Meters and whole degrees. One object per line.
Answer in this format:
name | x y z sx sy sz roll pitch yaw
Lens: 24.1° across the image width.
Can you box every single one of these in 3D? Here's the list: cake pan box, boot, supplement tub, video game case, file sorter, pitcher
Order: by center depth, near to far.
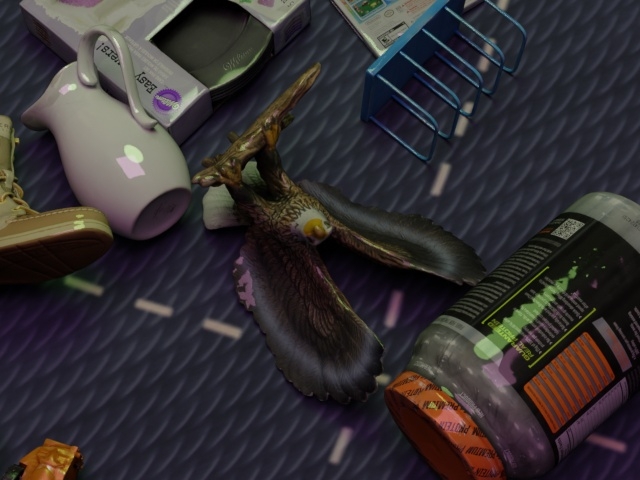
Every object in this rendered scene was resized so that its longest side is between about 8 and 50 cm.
supplement tub | 0.230 0.111 1.543 0.316 0.193 0.193 -38 71 -15
boot | -0.343 -0.052 1.646 0.262 0.095 0.203 -15 60 25
pitcher | -0.225 -0.119 1.663 0.125 0.178 0.207 -17 59 -46
file sorter | 0.141 -0.192 1.720 0.104 0.118 0.170 40 72 13
cake pan box | -0.179 -0.267 1.783 0.267 0.070 0.246 41 75 17
video game case | 0.096 -0.307 1.824 0.157 0.019 0.143 -32 69 -12

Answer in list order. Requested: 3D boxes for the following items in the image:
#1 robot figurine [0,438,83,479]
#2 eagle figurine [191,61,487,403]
robot figurine | -0.360 0.325 1.513 0.211 0.085 0.291 19 67 9
eagle figurine | -0.001 0.003 1.623 0.226 0.225 0.298 -36 103 27
